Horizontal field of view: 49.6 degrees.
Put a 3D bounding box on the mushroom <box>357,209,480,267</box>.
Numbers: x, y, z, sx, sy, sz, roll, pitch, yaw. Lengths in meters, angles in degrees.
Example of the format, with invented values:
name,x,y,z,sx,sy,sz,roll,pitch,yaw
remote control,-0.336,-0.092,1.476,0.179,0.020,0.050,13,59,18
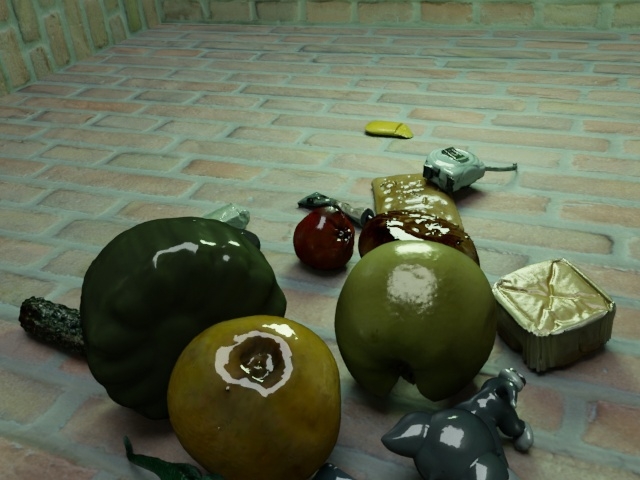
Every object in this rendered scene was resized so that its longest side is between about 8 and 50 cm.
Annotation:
name,x,y,z,sx,sy,sz,roll,pitch,yaw
mushroom,0.202,0.036,1.485,0.278,0.163,0.297,-19,35,-22

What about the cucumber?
name,x,y,z,sx,sy,sz,roll,pitch,yaw
cucumber,-0.509,0.180,1.437,0.359,0.096,0.096,13,36,27

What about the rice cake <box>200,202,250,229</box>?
name,x,y,z,sx,sy,sz,roll,pitch,yaw
rice cake,-0.273,-0.034,1.778,0.206,0.063,0.069,-31,45,-33

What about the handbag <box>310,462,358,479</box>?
name,x,y,z,sx,sy,sz,roll,pitch,yaw
handbag,0.052,0.426,0.979,0.221,0.057,0.144,21,45,36

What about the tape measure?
name,x,y,z,sx,sy,sz,roll,pitch,yaw
tape measure,0.421,-0.220,1.903,0.330,0.084,0.164,-23,46,-35

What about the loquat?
name,x,y,z,sx,sy,sz,roll,pitch,yaw
loquat,-0.093,0.250,1.078,0.274,0.275,0.275,-4,31,3

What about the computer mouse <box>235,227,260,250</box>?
name,x,y,z,sx,sy,sz,roll,pitch,yaw
computer mouse,-0.231,0.045,1.598,0.137,0.086,0.269,15,20,16

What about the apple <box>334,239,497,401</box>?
name,x,y,z,sx,sy,sz,roll,pitch,yaw
apple,0.165,0.146,1.227,0.291,0.292,0.254,3,37,15

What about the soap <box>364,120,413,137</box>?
name,x,y,z,sx,sy,sz,roll,pitch,yaw
soap,0.228,-0.367,2.270,0.168,0.033,0.089,9,36,21

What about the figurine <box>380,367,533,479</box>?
name,x,y,z,sx,sy,sz,roll,pitch,yaw
figurine,0.251,0.301,1.073,0.265,0.140,0.193,-38,59,-21

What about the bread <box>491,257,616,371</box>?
name,x,y,z,sx,sy,sz,roll,pitch,yaw
bread,0.436,0.140,1.325,0.192,0.110,0.210,-20,33,-11

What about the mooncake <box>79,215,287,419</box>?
name,x,y,z,sx,sy,sz,roll,pitch,yaw
mooncake,-0.236,0.136,1.212,0.356,0.356,0.194,-19,36,-20

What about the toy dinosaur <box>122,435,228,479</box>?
name,x,y,z,sx,sy,sz,roll,pitch,yaw
toy dinosaur,-0.221,0.390,1.064,0.076,0.129,0.383,-26,10,-42

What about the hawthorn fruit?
name,x,y,z,sx,sy,sz,roll,pitch,yaw
hawthorn fruit,0.000,0.000,1.624,0.172,0.148,0.148,-15,18,45

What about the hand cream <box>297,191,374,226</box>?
name,x,y,z,sx,sy,sz,roll,pitch,yaw
hand cream,0.047,-0.082,1.831,0.075,0.052,0.247,-4,16,-45

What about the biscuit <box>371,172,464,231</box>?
name,x,y,z,sx,sy,sz,roll,pitch,yaw
biscuit,0.246,-0.097,1.814,0.217,0.044,0.325,-5,31,4
